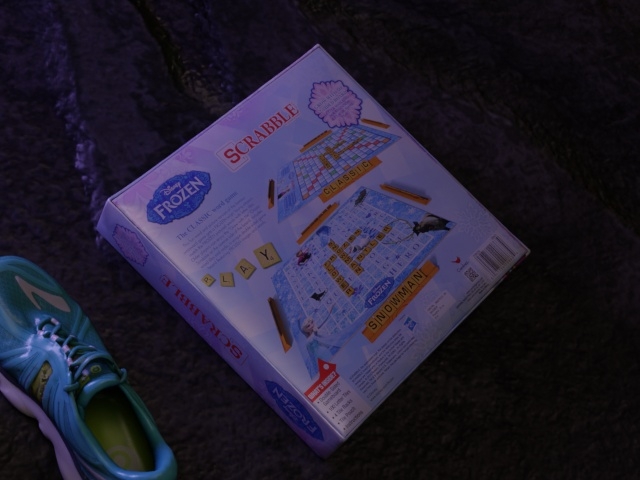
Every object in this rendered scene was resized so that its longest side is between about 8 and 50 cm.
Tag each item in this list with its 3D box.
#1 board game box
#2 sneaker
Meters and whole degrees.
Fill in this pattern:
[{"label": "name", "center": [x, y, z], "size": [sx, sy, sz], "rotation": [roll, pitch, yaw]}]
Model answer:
[{"label": "board game box", "center": [0.000, 0.000, 1.348], "size": [0.318, 0.066, 0.319], "rotation": [46, 56, 6]}, {"label": "sneaker", "center": [-0.207, 0.118, 1.171], "size": [0.107, 0.110, 0.275], "rotation": [-31, 76, -33]}]
